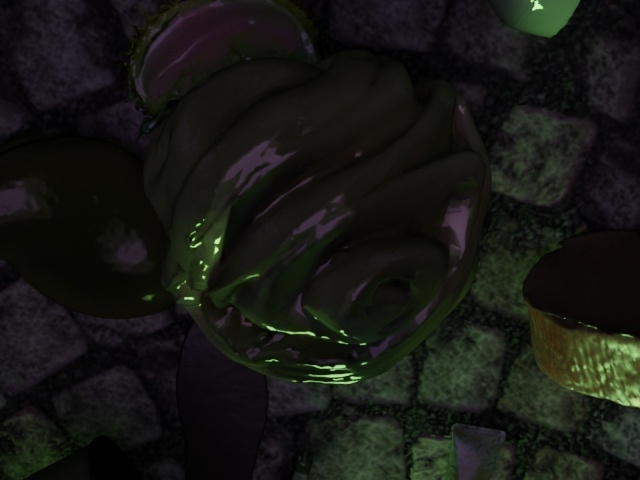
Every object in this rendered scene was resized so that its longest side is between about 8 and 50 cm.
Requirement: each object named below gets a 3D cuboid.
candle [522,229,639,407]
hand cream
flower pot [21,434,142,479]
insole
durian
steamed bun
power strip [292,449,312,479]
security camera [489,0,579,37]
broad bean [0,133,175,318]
[{"bbox_3d":[0.380,0.085,1.072,0.317,0.287,0.131,-15,112,3],"label":"candle"},{"bbox_3d":[0.171,0.314,1.273,0.067,0.042,0.194,11,104,0],"label":"hand cream"},{"bbox_3d":[-0.320,0.418,1.152,0.330,0.293,0.293,-27,105,-5],"label":"flower pot"},{"bbox_3d":[-0.122,0.238,1.274,0.111,0.007,0.327,5,108,1],"label":"insole"},{"bbox_3d":[-0.102,-0.191,1.092,0.221,0.095,0.137,-17,91,4],"label":"durian"},{"bbox_3d":[0.000,0.000,1.037,0.339,0.247,0.352,-5,136,1],"label":"steamed bun"},{"bbox_3d":[-0.032,0.312,1.272,0.019,0.051,0.136,16,107,4],"label":"power strip"},{"bbox_3d":[0.148,-0.314,0.997,0.236,0.194,0.194,19,107,-2],"label":"security camera"},{"bbox_3d":[-0.256,-0.018,1.152,0.263,0.121,0.189,32,101,-24],"label":"broad bean"}]
